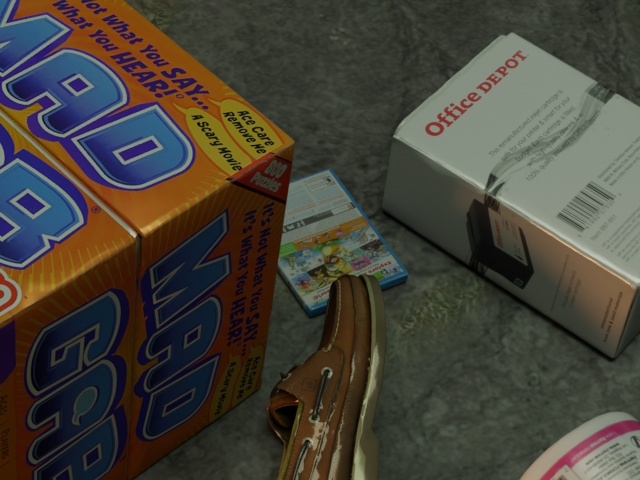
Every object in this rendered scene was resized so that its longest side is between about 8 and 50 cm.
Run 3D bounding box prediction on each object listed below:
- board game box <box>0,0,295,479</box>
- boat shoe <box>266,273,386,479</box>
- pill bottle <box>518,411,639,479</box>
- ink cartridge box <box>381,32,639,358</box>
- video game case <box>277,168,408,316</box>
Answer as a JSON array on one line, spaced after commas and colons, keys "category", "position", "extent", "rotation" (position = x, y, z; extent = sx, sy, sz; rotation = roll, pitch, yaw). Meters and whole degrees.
[{"category": "board game box", "position": [-0.285, 0.010, 1.745], "extent": [0.356, 0.356, 0.356], "rotation": [-34, 61, -31]}, {"category": "boat shoe", "position": [0.003, 0.151, 1.823], "extent": [0.104, 0.110, 0.307], "rotation": [6, 48, -3]}, {"category": "pill bottle", "position": [0.308, 0.302, 1.699], "extent": [0.160, 0.160, 0.283], "rotation": [-26, 58, -27]}, {"category": "ink cartridge box", "position": [0.253, -0.054, 2.024], "extent": [0.307, 0.129, 0.223], "rotation": [34, 53, 21]}, {"category": "video game case", "position": [0.000, 0.000, 2.020], "extent": [0.119, 0.015, 0.166], "rotation": [-19, 54, -23]}]
